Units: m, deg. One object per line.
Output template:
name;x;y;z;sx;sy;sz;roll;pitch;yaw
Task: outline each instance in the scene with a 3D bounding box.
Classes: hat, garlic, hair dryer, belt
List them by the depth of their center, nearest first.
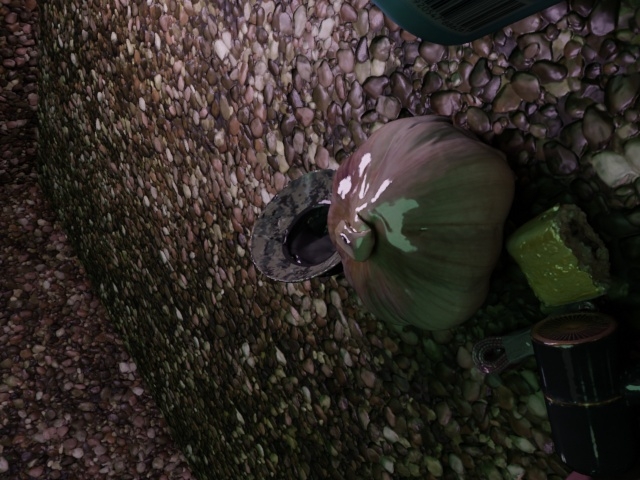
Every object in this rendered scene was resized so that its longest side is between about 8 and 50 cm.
hair dryer;0.436;0.179;0.621;0.351;0.107;0.189;-8;102;34
belt;0.321;0.144;0.805;0.232;0.053;0.072;-43;61;48
garlic;0.133;-0.026;0.813;0.322;0.240;0.322;-163;90;-73
hat;0.000;0.000;1.057;0.265;0.266;0.128;19;156;45

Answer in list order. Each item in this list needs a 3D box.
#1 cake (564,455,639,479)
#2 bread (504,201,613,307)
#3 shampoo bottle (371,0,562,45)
cake;0.437;0.371;0.628;0.309;0.229;0.237;-38;73;52
bread;0.320;0.018;0.734;0.125;0.082;0.106;57;151;1
shampoo bottle;0.205;-0.391;0.494;0.342;0.331;0.332;-10;97;52
